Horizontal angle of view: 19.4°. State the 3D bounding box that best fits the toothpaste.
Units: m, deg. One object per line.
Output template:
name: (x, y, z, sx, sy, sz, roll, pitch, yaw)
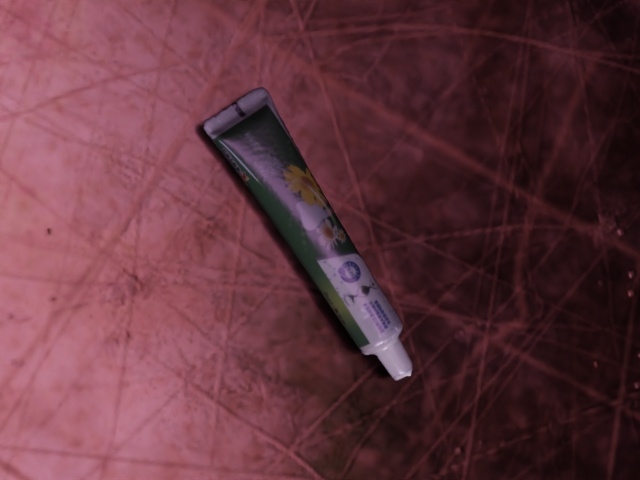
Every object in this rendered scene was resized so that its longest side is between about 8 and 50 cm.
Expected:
toothpaste: (0.000, 0.000, 1.169, 0.049, 0.031, 0.204, -35, 96, -19)
